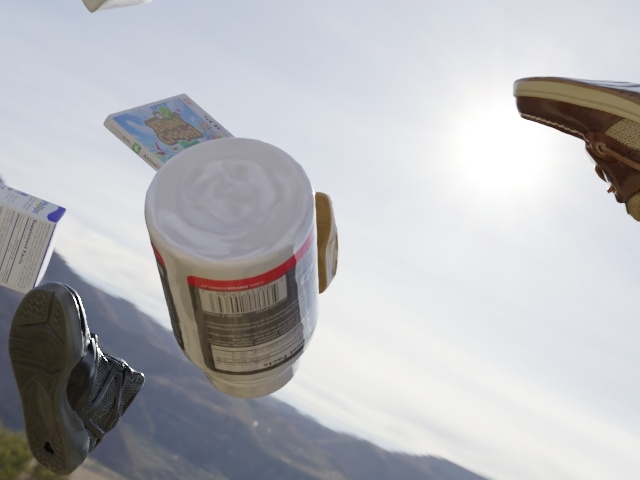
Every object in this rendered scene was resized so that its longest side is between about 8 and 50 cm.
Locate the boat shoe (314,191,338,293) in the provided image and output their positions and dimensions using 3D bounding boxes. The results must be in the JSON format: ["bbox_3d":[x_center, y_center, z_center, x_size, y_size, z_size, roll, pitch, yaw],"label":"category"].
[{"bbox_3d":[0.000,0.000,1.607,0.063,0.170,0.059,10,16,22],"label":"boat shoe"}]

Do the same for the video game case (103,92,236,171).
[{"bbox_3d":[-0.181,-0.131,1.414,0.193,0.023,0.212,41,27,7],"label":"video game case"}]

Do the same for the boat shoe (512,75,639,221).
[{"bbox_3d":[0.304,-0.077,0.914,0.123,0.123,0.342,-4,21,-38],"label":"boat shoe"}]

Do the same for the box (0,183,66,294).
[{"bbox_3d":[-0.466,-0.007,1.457,0.137,0.126,0.072,22,17,-8],"label":"box"}]

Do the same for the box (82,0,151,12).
[{"bbox_3d":[-0.148,-0.236,0.723,0.101,0.087,0.102,54,23,-6],"label":"box"}]

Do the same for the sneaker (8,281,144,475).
[{"bbox_3d":[-0.258,0.128,1.054,0.087,0.130,0.227,13,-59,24],"label":"sneaker"}]

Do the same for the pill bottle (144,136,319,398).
[{"bbox_3d":[-0.090,0.049,1.113,0.176,0.176,0.318,23,-33,17],"label":"pill bottle"}]
